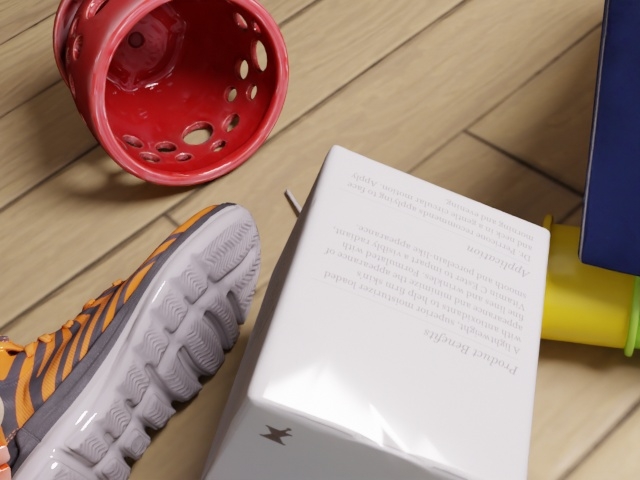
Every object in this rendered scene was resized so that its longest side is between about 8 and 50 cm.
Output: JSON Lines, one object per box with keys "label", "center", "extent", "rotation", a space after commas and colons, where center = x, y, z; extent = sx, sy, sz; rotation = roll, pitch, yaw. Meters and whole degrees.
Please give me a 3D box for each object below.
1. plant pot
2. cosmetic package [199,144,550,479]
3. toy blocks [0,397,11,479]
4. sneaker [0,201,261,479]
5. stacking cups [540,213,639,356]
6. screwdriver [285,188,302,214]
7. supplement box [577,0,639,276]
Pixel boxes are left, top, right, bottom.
{"label": "plant pot", "center": [-0.151, -0.168, 0.819], "extent": [0.191, 0.191, 0.174], "rotation": [-33, 40, -14]}
{"label": "cosmetic package", "center": [0.033, 0.075, 0.532], "extent": [0.151, 0.151, 0.184], "rotation": [22, 53, -5]}
{"label": "toy blocks", "center": [-0.219, 0.150, 0.512], "extent": [0.148, 0.054, 0.123], "rotation": [35, 98, 36]}
{"label": "sneaker", "center": [-0.188, 0.077, 0.644], "extent": [0.180, 0.125, 0.321], "rotation": [19, 56, 28]}
{"label": "stacking cups", "center": [0.303, 0.045, 0.571], "extent": [0.316, 0.096, 0.096], "rotation": [6, 51, 15]}
{"label": "screwdriver", "center": [0.000, 0.000, 0.730], "extent": [0.024, 0.025, 0.170], "rotation": [-25, 48, -7]}
{"label": "supplement box", "center": [0.318, -0.132, 0.576], "extent": [0.194, 0.195, 0.356], "rotation": [13, 35, 25]}
